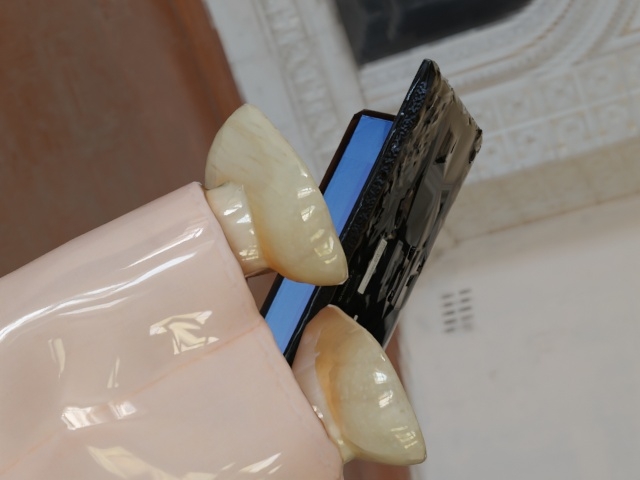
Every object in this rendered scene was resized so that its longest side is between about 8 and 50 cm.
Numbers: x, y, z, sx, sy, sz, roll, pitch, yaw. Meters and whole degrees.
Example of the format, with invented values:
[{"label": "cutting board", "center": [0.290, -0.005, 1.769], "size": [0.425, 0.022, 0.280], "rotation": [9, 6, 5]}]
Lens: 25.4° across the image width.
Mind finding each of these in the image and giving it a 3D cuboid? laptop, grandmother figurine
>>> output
[{"label": "laptop", "center": [0.000, 0.000, 0.962], "size": [0.234, 0.137, 0.264], "rotation": [-65, 160, -3]}, {"label": "grandmother figurine", "center": [-0.143, 0.097, 0.404], "size": [0.208, 0.342, 0.104], "rotation": [66, -10, -1]}]
